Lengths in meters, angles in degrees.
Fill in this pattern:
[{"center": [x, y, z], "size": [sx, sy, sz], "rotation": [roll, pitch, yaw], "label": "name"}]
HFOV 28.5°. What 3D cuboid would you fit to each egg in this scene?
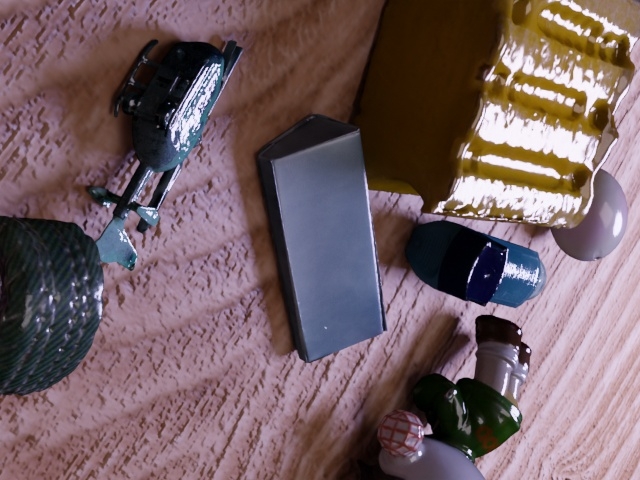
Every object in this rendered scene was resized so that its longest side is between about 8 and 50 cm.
[{"center": [0.356, -0.036, 1.674], "size": [0.103, 0.103, 0.135], "rotation": [-32, 129, -37], "label": "egg"}]

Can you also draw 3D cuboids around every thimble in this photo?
[{"center": [-0.237, 0.048, 0.986], "size": [0.090, 0.118, 0.135], "rotation": [3, 122, -47], "label": "thimble"}]

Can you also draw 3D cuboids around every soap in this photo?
[{"center": [0.203, -0.169, 1.377], "size": [0.335, 0.156, 0.293], "rotation": [2, 103, -51], "label": "soap"}]

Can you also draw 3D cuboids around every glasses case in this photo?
[{"center": [0.000, 0.000, 1.315], "size": [0.105, 0.056, 0.266], "rotation": [-20, 127, -14], "label": "glasses case"}]

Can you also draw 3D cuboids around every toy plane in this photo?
[{"center": [-0.138, -0.088, 1.089], "size": [0.235, 0.060, 0.096], "rotation": [-63, 156, -11], "label": "toy plane"}]

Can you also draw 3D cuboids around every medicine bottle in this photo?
[{"center": [0.201, 0.034, 1.511], "size": [0.258, 0.124, 0.079], "rotation": [14, 97, -55], "label": "medicine bottle"}]

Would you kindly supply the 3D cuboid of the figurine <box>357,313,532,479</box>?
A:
[{"center": [0.158, 0.272, 1.556], "size": [0.370, 0.167, 0.281], "rotation": [-61, 148, -21], "label": "figurine"}]
